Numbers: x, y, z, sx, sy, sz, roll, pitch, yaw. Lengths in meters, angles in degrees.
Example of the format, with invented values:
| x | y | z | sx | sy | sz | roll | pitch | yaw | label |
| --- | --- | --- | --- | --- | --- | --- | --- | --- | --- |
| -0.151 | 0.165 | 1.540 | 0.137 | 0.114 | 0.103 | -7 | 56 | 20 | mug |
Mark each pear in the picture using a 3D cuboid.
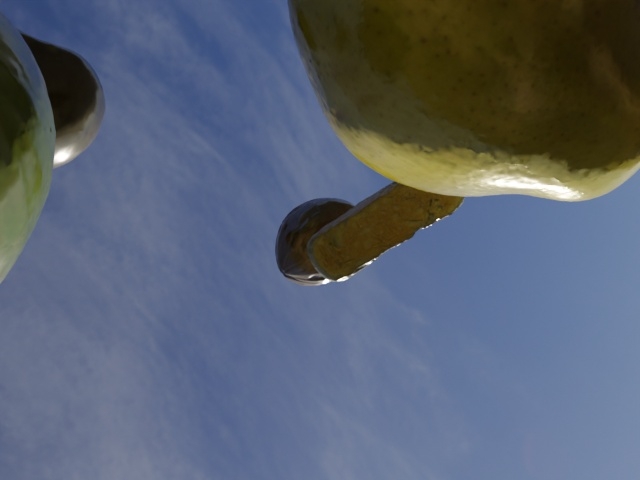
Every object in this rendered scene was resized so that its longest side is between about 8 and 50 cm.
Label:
| x | y | z | sx | sy | sz | roll | pitch | yaw | label |
| --- | --- | --- | --- | --- | --- | --- | --- | --- | --- |
| 0.162 | -0.218 | 0.792 | 0.419 | 0.362 | 0.362 | 31 | -138 | 5 | pear |

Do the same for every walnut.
| x | y | z | sx | sy | sz | roll | pitch | yaw | label |
| --- | --- | --- | --- | --- | --- | --- | --- | --- | --- |
| 0.001 | 0.001 | 1.213 | 0.162 | 0.140 | 0.140 | -23 | -94 | -12 | walnut |

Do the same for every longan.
| x | y | z | sx | sy | sz | roll | pitch | yaw | label |
| --- | --- | --- | --- | --- | --- | --- | --- | --- | --- |
| -0.456 | -0.213 | 1.144 | 0.246 | 0.246 | 0.215 | -1 | -121 | -48 | longan |

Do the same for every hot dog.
| x | y | z | sx | sy | sz | roll | pitch | yaw | label |
| --- | --- | --- | --- | --- | --- | --- | --- | --- | --- |
| 0.093 | -0.030 | 1.080 | 0.084 | 0.243 | 0.073 | 54 | -168 | -7 | hot dog |

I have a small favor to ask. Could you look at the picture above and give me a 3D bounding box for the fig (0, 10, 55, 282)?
| x | y | z | sx | sy | sz | roll | pitch | yaw | label |
| --- | --- | --- | --- | --- | --- | --- | --- | --- | --- |
| -0.346 | -0.045 | 0.524 | 0.316 | 0.316 | 0.316 | 25 | -127 | -37 | fig |
